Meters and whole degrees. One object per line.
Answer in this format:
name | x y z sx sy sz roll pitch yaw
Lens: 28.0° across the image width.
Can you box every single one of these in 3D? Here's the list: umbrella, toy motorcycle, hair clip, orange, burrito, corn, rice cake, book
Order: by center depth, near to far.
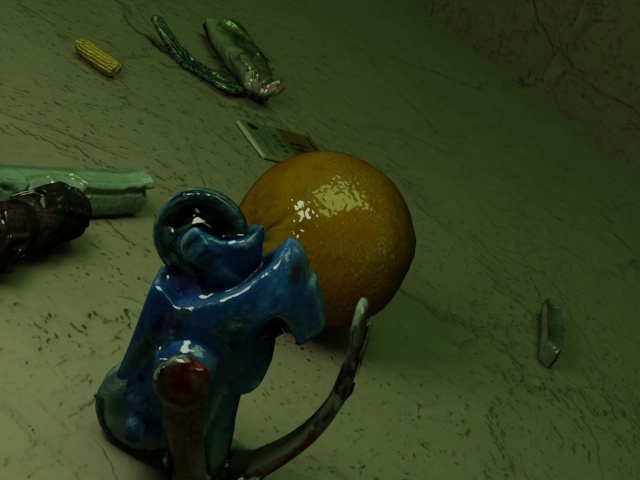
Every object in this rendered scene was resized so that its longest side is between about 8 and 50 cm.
toy motorcycle | -0.088 0.109 1.324 0.241 0.319 0.182 10 27 -26
umbrella | -0.373 -0.010 1.506 0.090 0.094 0.326 9 15 21
rice cake | -0.358 -0.067 1.682 0.066 0.063 0.336 35 23 31
orange | 0.000 0.000 1.769 0.264 0.264 0.264 26 23 -12
rice cake | 0.389 0.154 2.172 0.036 0.047 0.207 16 21 3
corn | -0.378 -0.311 2.183 0.092 0.037 0.037 39 24 13
book | -0.061 -0.168 2.315 0.172 0.012 0.118 10 31 -41
hair clip | -0.239 -0.343 2.421 0.229 0.036 0.066 42 28 8
burrito | -0.154 -0.359 2.521 0.096 0.066 0.309 13 26 -33
